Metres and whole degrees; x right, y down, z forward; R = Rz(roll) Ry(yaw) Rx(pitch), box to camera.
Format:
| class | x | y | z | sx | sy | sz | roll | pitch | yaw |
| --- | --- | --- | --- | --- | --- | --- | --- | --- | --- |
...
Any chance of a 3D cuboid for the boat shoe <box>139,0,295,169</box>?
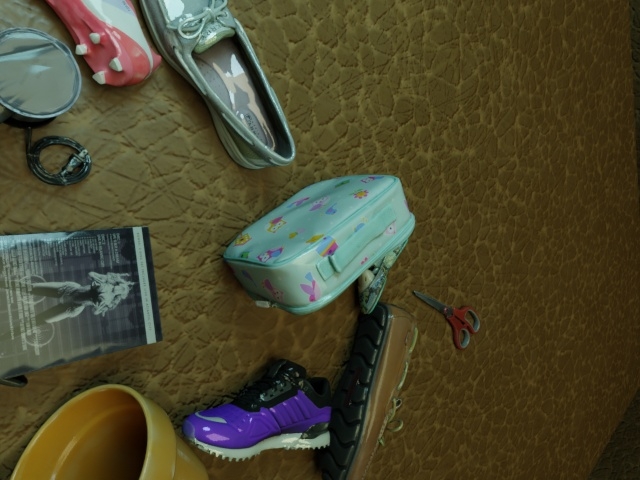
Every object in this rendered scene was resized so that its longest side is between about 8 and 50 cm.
| class | x | y | z | sx | sy | sz | roll | pitch | yaw |
| --- | --- | --- | --- | --- | --- | --- | --- | --- | --- |
| boat shoe | -0.135 | -0.246 | 0.624 | 0.118 | 0.103 | 0.320 | -39 | 119 | -27 |

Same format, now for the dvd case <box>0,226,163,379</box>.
| class | x | y | z | sx | sy | sz | roll | pitch | yaw |
| --- | --- | --- | --- | --- | --- | --- | --- | --- | --- |
| dvd case | -0.318 | 0.070 | 0.552 | 0.221 | 0.018 | 0.164 | -7 | 88 | -42 |

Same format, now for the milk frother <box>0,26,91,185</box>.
| class | x | y | z | sx | sy | sz | roll | pitch | yaw |
| --- | --- | --- | --- | --- | --- | --- | --- | --- | --- |
| milk frother | -0.304 | -0.136 | 0.488 | 0.143 | 0.135 | 0.129 | 31 | 78 | -37 |

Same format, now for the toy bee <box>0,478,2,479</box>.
| class | x | y | z | sx | sy | sz | roll | pitch | yaw |
| --- | --- | --- | --- | --- | --- | --- | --- | --- | --- |
| toy bee | -0.451 | 0.242 | 0.403 | 0.298 | 0.162 | 0.195 | 19 | 76 | -42 |

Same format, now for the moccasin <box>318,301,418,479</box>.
| class | x | y | z | sx | sy | sz | roll | pitch | yaw |
| --- | --- | --- | --- | --- | --- | --- | --- | --- | --- |
| moccasin | 0.105 | 0.318 | 0.887 | 0.147 | 0.139 | 0.380 | 27 | 70 | -28 |

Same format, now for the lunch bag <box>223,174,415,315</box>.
| class | x | y | z | sx | sy | sz | roll | pitch | yaw |
| --- | --- | --- | --- | --- | --- | --- | --- | --- | --- |
| lunch bag | 0.000 | 0.000 | 0.690 | 0.279 | 0.224 | 0.108 | -39 | 118 | -28 |

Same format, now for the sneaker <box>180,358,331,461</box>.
| class | x | y | z | sx | sy | sz | roll | pitch | yaw |
| --- | --- | --- | --- | --- | --- | --- | --- | --- | --- |
| sneaker | -0.092 | 0.273 | 0.746 | 0.293 | 0.102 | 0.146 | 18 | 81 | -43 |

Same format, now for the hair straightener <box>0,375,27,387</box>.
| class | x | y | z | sx | sy | sz | roll | pitch | yaw |
| --- | --- | --- | --- | --- | --- | --- | --- | --- | --- |
| hair straightener | -0.441 | 0.135 | 0.474 | 0.230 | 0.047 | 0.089 | 27 | 81 | -43 |

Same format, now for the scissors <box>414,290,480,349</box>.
| class | x | y | z | sx | sy | sz | roll | pitch | yaw |
| --- | --- | --- | --- | --- | --- | --- | --- | --- | --- |
| scissors | 0.324 | 0.171 | 1.102 | 0.297 | 0.021 | 0.109 | 47 | 71 | -32 |

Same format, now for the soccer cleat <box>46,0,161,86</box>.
| class | x | y | z | sx | sy | sz | roll | pitch | yaw |
| --- | --- | --- | --- | --- | --- | --- | --- | --- | --- |
| soccer cleat | -0.286 | -0.307 | 0.526 | 0.248 | 0.083 | 0.095 | 62 | 31 | -21 |

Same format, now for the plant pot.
| class | x | y | z | sx | sy | sz | roll | pitch | yaw |
| --- | --- | --- | --- | --- | --- | --- | --- | --- | --- |
| plant pot | -0.250 | 0.321 | 0.573 | 0.205 | 0.205 | 0.188 | -52 | 139 | -20 |

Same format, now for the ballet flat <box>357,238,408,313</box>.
| class | x | y | z | sx | sy | sz | roll | pitch | yaw |
| --- | --- | --- | --- | --- | --- | --- | --- | --- | --- |
| ballet flat | 0.110 | 0.056 | 0.897 | 0.070 | 0.070 | 0.188 | 39 | 71 | -35 |
